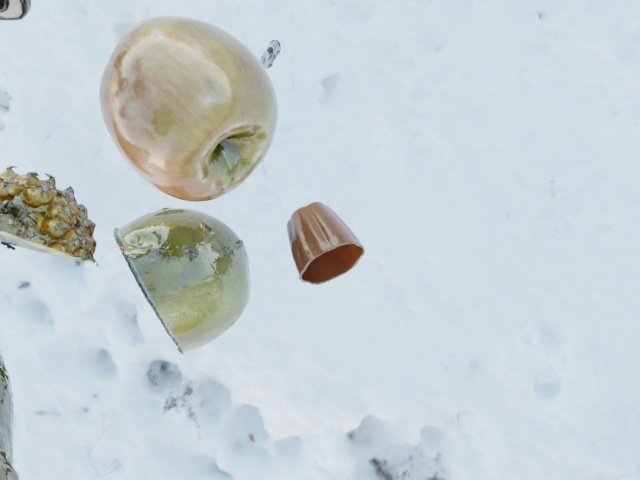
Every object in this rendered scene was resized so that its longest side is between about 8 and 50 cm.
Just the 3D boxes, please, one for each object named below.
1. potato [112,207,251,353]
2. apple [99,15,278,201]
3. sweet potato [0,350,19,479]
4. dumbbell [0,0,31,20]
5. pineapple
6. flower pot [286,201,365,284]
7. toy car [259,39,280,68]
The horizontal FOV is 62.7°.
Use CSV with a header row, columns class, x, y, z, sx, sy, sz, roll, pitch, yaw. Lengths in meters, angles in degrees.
class,x,y,z,sx,sy,sz,roll,pitch,yaw
potato,-0.374,0.093,1.574,0.319,0.442,0.385,-26,52,-16
apple,-0.297,-0.299,1.184,0.346,0.391,0.391,42,105,15
sweet potato,-0.294,0.157,0.401,0.423,0.130,0.130,40,108,38
dumbbell,-0.697,-0.456,1.056,0.140,0.225,0.124,3,143,8
pineapple,-0.665,-0.092,1.198,0.344,0.286,0.209,16,74,-14
flower pot,0.000,0.000,1.418,0.191,0.191,0.173,-36,59,15
toy car,-0.147,-0.546,1.537,0.041,0.025,0.093,53,136,11
